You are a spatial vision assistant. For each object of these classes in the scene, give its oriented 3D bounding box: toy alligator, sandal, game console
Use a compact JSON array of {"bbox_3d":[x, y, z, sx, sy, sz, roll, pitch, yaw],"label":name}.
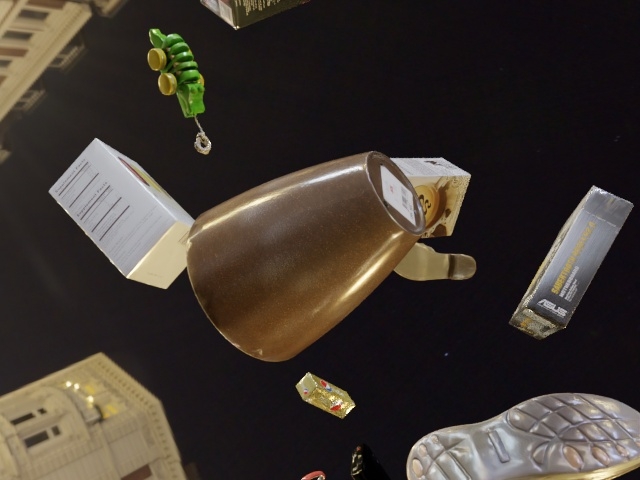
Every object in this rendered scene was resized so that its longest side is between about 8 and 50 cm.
[{"bbox_3d":[-0.180,-0.212,0.826,0.051,0.056,0.189,-29,-96,45],"label":"toy alligator"},{"bbox_3d":[0.251,0.052,1.469,0.079,0.240,0.088,-165,-96,-70],"label":"sandal"},{"bbox_3d":[0.147,0.746,1.665,0.044,0.361,0.213,-26,-71,18],"label":"game console"}]

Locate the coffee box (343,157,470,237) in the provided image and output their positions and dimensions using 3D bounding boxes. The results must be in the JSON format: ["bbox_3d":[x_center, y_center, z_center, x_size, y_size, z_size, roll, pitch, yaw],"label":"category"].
[{"bbox_3d":[0.186,-0.097,1.427,0.119,0.298,0.168,43,-50,47],"label":"coffee box"}]

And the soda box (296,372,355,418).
[{"bbox_3d":[0.016,0.447,1.750,0.058,0.181,0.061,-47,-141,6],"label":"soda box"}]

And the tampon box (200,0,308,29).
[{"bbox_3d":[-0.111,-0.448,1.023,0.120,0.161,0.101,45,-28,31],"label":"tampon box"}]

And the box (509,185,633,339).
[{"bbox_3d":[0.343,0.043,0.862,0.056,0.231,0.183,29,-95,16],"label":"box"}]

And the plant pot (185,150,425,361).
[{"bbox_3d":[0.000,0.000,0.720,0.231,0.215,0.215,-32,-100,29],"label":"plant pot"}]

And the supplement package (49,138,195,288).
[{"bbox_3d":[-0.347,-0.048,1.115,0.244,0.139,0.134,42,-89,20],"label":"supplement package"}]

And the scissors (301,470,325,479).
[{"bbox_3d":[-0.098,0.740,1.779,0.021,0.297,0.108,33,-75,40],"label":"scissors"}]

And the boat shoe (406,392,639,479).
[{"bbox_3d":[0.304,0.323,0.896,0.356,0.132,0.130,-11,-49,3],"label":"boat shoe"}]
